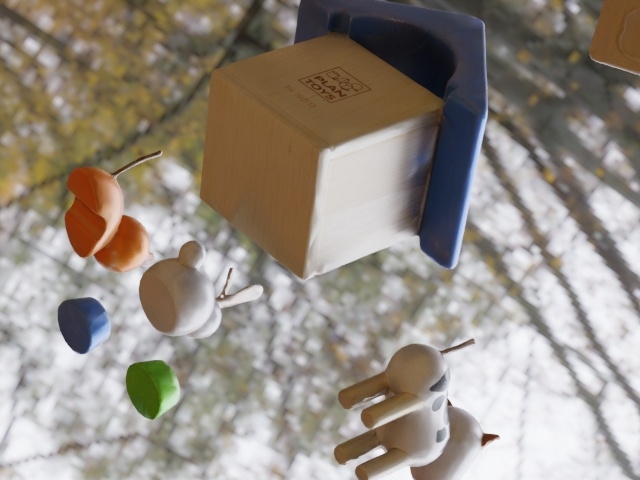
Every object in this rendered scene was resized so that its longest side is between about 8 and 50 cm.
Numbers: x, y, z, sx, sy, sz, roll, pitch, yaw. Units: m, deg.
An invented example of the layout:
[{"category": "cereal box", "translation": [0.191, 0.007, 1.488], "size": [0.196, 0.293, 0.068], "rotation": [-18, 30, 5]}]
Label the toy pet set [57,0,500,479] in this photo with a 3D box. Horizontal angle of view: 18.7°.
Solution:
[{"category": "toy pet set", "translation": [0.000, 0.000, 0.465], "size": [0.122, 0.065, 0.114], "rotation": [38, -46, 35]}]

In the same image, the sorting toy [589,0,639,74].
[{"category": "sorting toy", "translation": [0.143, -0.100, 0.744], "size": [0.012, 0.062, 0.083], "rotation": [52, 56, -86]}]
